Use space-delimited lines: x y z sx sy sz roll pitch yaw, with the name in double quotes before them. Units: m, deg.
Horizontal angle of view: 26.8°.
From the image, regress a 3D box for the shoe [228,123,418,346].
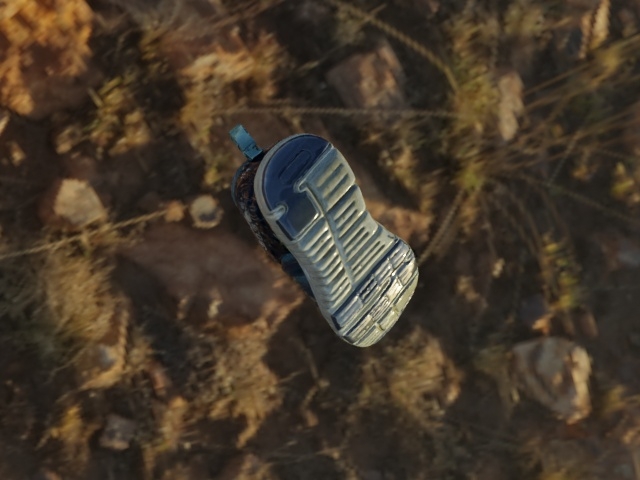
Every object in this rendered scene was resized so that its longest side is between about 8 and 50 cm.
"shoe" 0.000 0.000 0.713 0.064 0.071 0.143 -47 127 -14
